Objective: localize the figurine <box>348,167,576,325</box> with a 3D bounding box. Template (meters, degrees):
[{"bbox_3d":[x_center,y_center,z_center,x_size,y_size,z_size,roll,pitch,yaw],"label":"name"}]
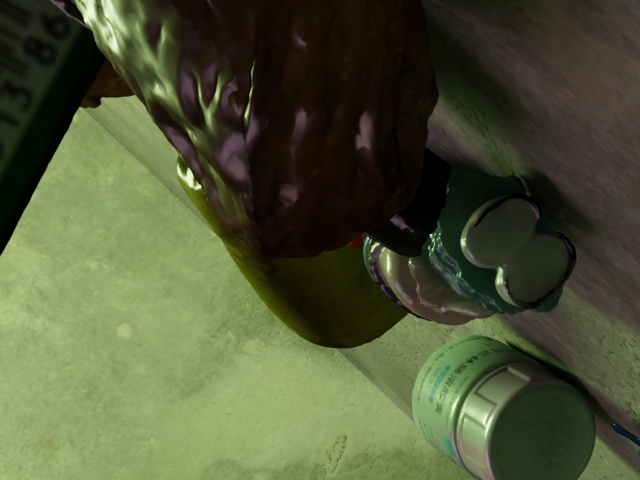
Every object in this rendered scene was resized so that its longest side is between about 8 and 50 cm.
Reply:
[{"bbox_3d":[0.101,0.000,1.099,0.138,0.110,0.245,48,167,-8],"label":"figurine"}]

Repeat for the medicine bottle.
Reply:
[{"bbox_3d":[0.180,0.176,1.494,0.135,0.135,0.168,48,172,-25],"label":"medicine bottle"}]

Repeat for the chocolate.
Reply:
[{"bbox_3d":[-0.291,-0.173,1.169,0.161,0.360,0.341,27,-177,-33],"label":"chocolate"}]

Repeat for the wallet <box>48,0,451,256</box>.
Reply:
[{"bbox_3d":[-0.050,-0.103,0.951,0.309,0.042,0.165,36,-159,-5],"label":"wallet"}]

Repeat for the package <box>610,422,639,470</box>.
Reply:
[{"bbox_3d":[0.348,0.241,1.359,0.171,0.027,0.173,37,173,42],"label":"package"}]

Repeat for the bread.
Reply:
[{"bbox_3d":[0.000,0.000,1.349,0.383,0.166,0.112,59,-164,-63],"label":"bread"}]

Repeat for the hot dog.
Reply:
[{"bbox_3d":[-0.064,-0.177,0.774,0.387,0.174,0.267,54,173,14],"label":"hot dog"}]

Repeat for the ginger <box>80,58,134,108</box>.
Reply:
[{"bbox_3d":[-0.345,-0.299,1.543,0.418,0.176,0.254,33,143,12],"label":"ginger"}]
